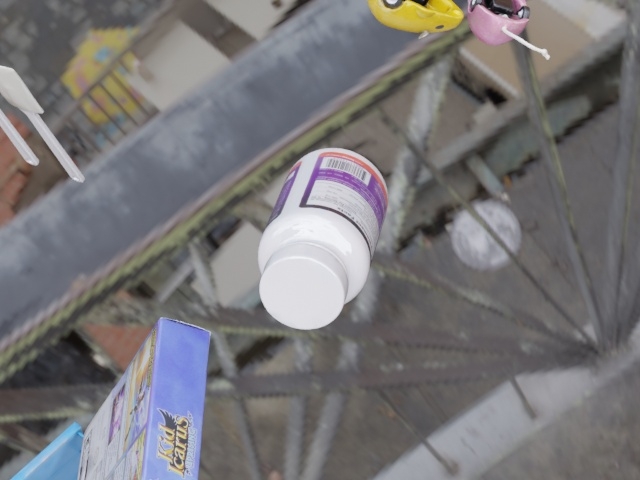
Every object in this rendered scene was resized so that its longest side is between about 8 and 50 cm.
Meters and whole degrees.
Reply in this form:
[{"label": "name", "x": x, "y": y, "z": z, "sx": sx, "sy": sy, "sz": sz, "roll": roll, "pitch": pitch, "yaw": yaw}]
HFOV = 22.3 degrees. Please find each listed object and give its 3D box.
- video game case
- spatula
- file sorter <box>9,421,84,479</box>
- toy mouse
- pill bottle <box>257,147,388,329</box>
[{"label": "video game case", "x": -0.188, "y": 0.254, "z": 1.633, "sx": 0.061, "sy": 0.244, "sz": 0.269, "roll": 17, "pitch": 49, "yaw": -18}, {"label": "spatula", "x": -0.355, "y": -0.143, "z": 1.775, "sx": 0.168, "sy": 0.242, "sz": 0.019, "roll": 16, "pitch": 68, "yaw": 21}, {"label": "file sorter", "x": -0.286, "y": 0.323, "z": 1.897, "sx": 0.104, "sy": 0.170, "sz": 0.118, "roll": 34, "pitch": 57, "yaw": 22}, {"label": "toy mouse", "x": 0.080, "y": -0.162, "z": 1.045, "sx": 0.161, "sy": 0.143, "sz": 0.031, "roll": 28, "pitch": 124, "yaw": 4}, {"label": "pill bottle", "x": 0.000, "y": 0.000, "z": 1.556, "sx": 0.108, "sy": 0.108, "sz": 0.193, "roll": -2, "pitch": 30, "yaw": 14}]
